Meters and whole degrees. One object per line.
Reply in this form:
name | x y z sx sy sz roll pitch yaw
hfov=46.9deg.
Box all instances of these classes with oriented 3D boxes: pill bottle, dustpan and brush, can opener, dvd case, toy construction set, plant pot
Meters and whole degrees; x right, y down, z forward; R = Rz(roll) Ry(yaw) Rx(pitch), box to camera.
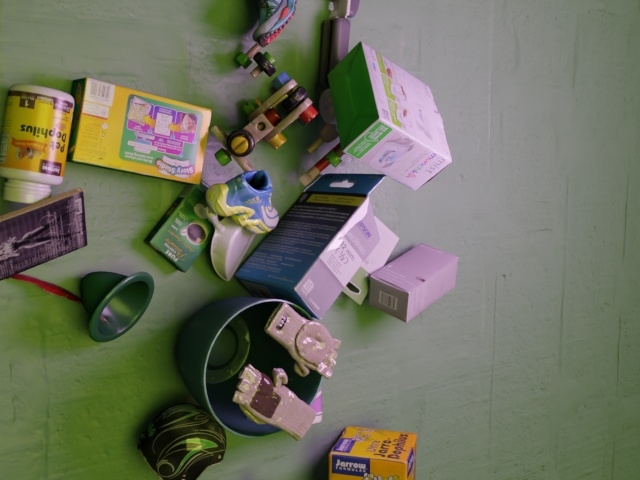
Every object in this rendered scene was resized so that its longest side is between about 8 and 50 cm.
pill bottle | -0.534 -0.176 1.380 0.117 0.117 0.214 8 91 -36
dustpan and brush | -0.209 -0.016 1.629 0.147 0.060 0.211 -62 166 -21
can opener | 0.052 -0.507 1.782 0.093 0.074 0.280 7 92 -36
dvd case | -0.548 -0.005 1.390 0.221 0.018 0.164 -27 151 -31
toy construction set | -0.105 -0.227 1.641 0.237 0.257 0.309 -43 123 3
pill bottle | 0.083 -0.332 1.816 0.160 0.087 0.087 -11 102 -34
plant pot | -0.174 0.255 1.613 0.293 0.235 0.292 -4 97 -35

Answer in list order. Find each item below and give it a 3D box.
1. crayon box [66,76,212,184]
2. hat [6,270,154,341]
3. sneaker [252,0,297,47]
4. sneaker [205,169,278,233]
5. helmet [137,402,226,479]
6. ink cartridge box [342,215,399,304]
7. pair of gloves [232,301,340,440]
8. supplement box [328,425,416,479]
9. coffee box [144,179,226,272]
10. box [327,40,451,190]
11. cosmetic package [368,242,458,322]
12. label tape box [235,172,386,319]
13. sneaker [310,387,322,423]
crayon box | -0.371 -0.217 1.512 0.279 0.081 0.165 9 90 -36
hat | -0.472 0.088 1.514 0.173 0.184 0.208 -53 163 -11
sneaker | -0.121 -0.538 1.631 0.125 0.104 0.261 30 53 -21
sneaker | -0.133 -0.084 1.599 0.240 0.126 0.091 15 49 -60
helmet | -0.291 0.434 1.598 0.161 0.169 0.169 -40 118 -6
ink cartridge box | 0.103 0.047 1.890 0.109 0.062 0.209 41 73 -32
pair of gloves | -0.068 0.271 1.522 0.204 0.042 0.240 34 74 -30
supplement box | 0.132 0.679 1.860 0.194 0.195 0.356 -24 115 -74
coffee box | -0.288 -0.035 1.618 0.113 0.040 0.184 44 70 -31
box | 0.155 -0.281 1.662 0.231 0.127 0.261 24 42 -35
cosmetic package | 0.244 0.105 1.919 0.238 0.127 0.107 -33 134 -42
label tape box | 0.000 0.000 1.695 0.347 0.249 0.115 -50 121 -22
sneaker | -0.112 0.366 1.762 0.282 0.102 0.160 1 92 -46
